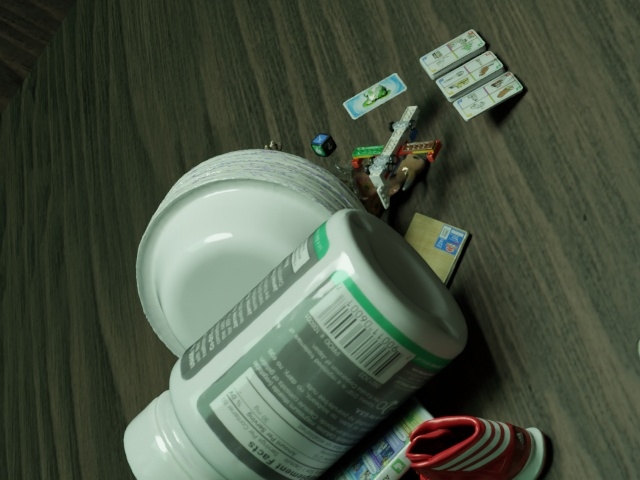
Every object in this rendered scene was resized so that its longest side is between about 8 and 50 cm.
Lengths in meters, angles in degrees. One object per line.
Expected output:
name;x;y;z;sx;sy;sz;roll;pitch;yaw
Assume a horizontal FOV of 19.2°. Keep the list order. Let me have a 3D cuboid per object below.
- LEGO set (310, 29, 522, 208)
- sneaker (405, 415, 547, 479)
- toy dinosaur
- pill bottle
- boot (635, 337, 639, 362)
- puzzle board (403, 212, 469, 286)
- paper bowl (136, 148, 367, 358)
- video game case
LEGO set;0.113;-0.142;2.254;0.244;0.060;0.182;-30;33;0
sneaker;0.115;0.239;1.922;0.221;0.128;0.087;-47;33;33
toy dinosaur;0.000;0.000;2.338;0.200;0.127;0.296;28;99;56
pill bottle;-0.033;0.151;2.057;0.361;0.204;0.204;-42;33;17
boot;0.418;0.079;1.512;0.284;0.138;0.377;-57;23;17
puzzle board;0.124;0.023;2.209;0.128;0.011;0.096;24;88;62
paper bowl;-0.076;0.048;2.218;0.284;0.284;0.148;-50;9;28
video game case;0.042;0.245;2.038;0.193;0.023;0.212;-46;10;0
